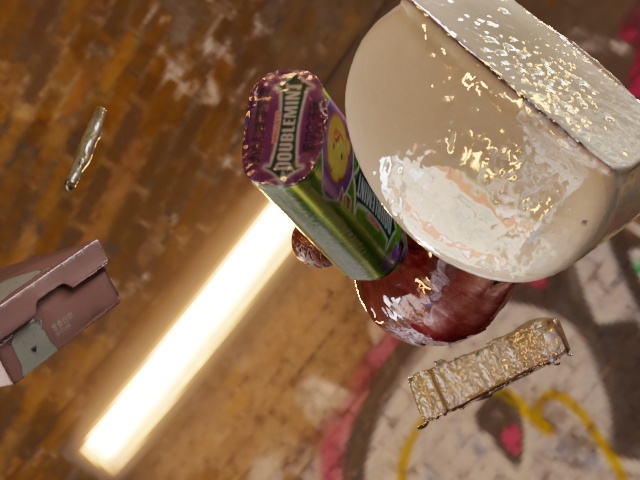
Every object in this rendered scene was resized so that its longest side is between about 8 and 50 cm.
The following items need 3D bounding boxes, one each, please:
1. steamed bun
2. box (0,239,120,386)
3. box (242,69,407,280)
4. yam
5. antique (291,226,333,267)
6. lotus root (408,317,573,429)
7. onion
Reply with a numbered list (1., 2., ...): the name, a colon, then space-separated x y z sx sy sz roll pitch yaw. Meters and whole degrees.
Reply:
1. steamed bun: 0.134 -0.077 1.032 0.146 0.241 0.164 -27 -27 -48
2. box: -0.379 0.099 1.573 0.215 0.086 0.215 -14 17 38
3. box: 0.015 -0.063 1.509 0.345 0.097 0.134 48 -137 -64
4. yam: -0.352 -0.136 1.971 0.234 0.029 0.027 -83 -4 -57
5. antique: 0.000 0.000 2.215 0.104 0.104 0.104 -43 -23 -23
6. lotus root: 0.240 0.168 1.779 0.260 0.074 0.170 -29 -13 28
7. onion: 0.149 -0.028 1.873 0.285 0.347 0.347 26 -76 -28
